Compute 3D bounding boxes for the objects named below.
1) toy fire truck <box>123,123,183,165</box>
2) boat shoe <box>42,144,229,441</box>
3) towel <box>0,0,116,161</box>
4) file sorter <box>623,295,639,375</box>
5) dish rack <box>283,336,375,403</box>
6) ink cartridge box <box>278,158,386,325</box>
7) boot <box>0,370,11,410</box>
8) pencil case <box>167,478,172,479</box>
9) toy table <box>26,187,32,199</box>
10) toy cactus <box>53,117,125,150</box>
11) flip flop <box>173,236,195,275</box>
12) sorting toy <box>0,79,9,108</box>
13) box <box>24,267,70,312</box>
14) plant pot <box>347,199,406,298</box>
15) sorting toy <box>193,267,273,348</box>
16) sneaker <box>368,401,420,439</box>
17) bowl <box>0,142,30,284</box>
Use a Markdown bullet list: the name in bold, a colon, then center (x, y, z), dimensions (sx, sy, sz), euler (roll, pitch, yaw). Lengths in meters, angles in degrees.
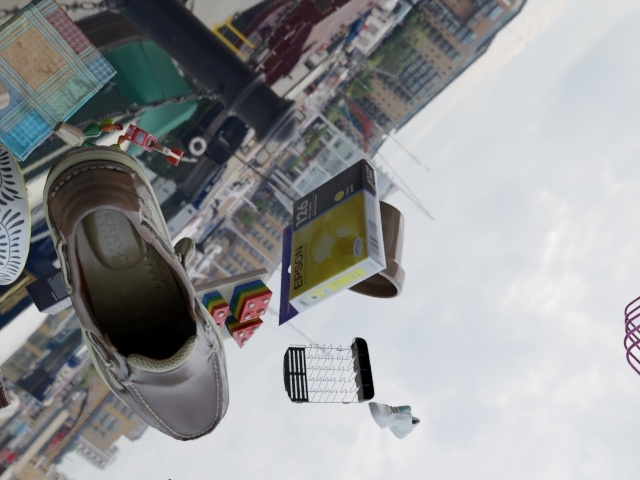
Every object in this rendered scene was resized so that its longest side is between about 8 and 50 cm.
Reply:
- **toy fire truck**: center (-0.470, -0.269, 1.564), dimensions (0.047, 0.135, 0.192), euler (-63, -174, 0)
- **boat shoe**: center (-0.123, 0.067, 0.389), dimensions (0.095, 0.257, 0.095), euler (-25, -146, -14)
- **towel**: center (-0.757, -0.424, 1.444), dimensions (0.370, 0.271, 0.040), euler (-48, -137, -13)
- **file sorter**: center (0.759, 0.199, 1.140), dimensions (0.202, 0.182, 0.291), euler (-47, 167, 27)
- **dish rack**: center (0.021, 0.406, 1.710), dimensions (0.074, 0.271, 0.208), euler (113, -23, -50)
- **ink cartridge box**: center (0.000, 0.000, 1.242), dimensions (0.307, 0.072, 0.303), euler (-30, -139, 28)
- **boot**: center (-0.869, 0.399, 1.425), dimensions (0.106, 0.114, 0.037), euler (-15, -174, -36)
- **pencil case**: center (-0.360, 0.546, 1.040), dimensions (0.206, 0.088, 0.086), euler (-35, -142, -7)
- **toy table**: center (-0.839, -0.053, 1.307), dimensions (0.274, 0.161, 0.252), euler (-61, 166, -16)
- **toy cactus**: center (-0.625, -0.255, 1.469), dimensions (0.112, 0.180, 0.219), euler (9, -110, 37)
- **flip flop**: center (-0.454, 0.068, 1.682), dimensions (0.112, 0.080, 0.277), euler (-21, -147, 17)
- **sorting toy**: center (-0.639, -0.264, 0.814), dimensions (0.041, 0.229, 0.307), euler (-6, -153, 30)
- **box**: center (-0.767, 0.142, 1.645), dimensions (0.158, 0.093, 0.156), euler (-32, 179, -17)
- **plant pot**: center (0.143, 0.013, 1.586), dimensions (0.229, 0.263, 0.263), euler (-67, -165, -20)
- **sorting toy**: center (-0.263, 0.223, 1.537), dimensions (0.257, 0.089, 0.255), euler (-14, 138, -42)
- **sneaker**: center (0.216, 0.501, 1.592), dimensions (0.094, 0.212, 0.080), euler (-36, -137, 13)
- **bowl**: center (-0.402, -0.028, 0.614), dimensions (0.170, 0.170, 0.080), euler (-43, 160, 33)
